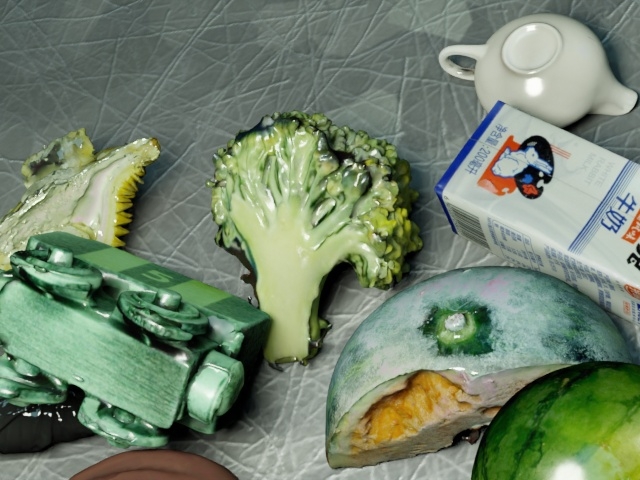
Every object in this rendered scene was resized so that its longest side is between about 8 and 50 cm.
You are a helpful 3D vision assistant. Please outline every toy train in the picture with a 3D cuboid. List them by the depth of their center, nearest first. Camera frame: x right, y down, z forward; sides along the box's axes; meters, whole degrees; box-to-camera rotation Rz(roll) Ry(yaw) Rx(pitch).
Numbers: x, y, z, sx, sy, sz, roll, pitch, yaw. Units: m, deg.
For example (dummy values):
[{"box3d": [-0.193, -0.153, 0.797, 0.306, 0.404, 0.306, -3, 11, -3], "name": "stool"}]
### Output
[{"box3d": [-0.208, 0.101, 1.761, 0.299, 0.238, 0.167, 22, 100, 13], "name": "toy train"}]

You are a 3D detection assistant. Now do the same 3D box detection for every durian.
[{"box3d": [-0.304, -0.018, 1.921, 0.306, 0.166, 0.172, -36, 54, -5], "name": "durian"}]

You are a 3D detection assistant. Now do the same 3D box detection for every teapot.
[{"box3d": [0.231, -0.188, 1.899, 0.226, 0.092, 0.145, 14, 65, 28], "name": "teapot"}]

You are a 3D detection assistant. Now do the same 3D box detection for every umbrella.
[{"box3d": [-0.378, 0.190, 1.866, 0.357, 0.113, 0.106, -9, 55, 5], "name": "umbrella"}]

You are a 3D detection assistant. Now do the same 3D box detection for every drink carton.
[{"box3d": [0.282, -0.015, 1.768, 0.315, 0.106, 0.130, 29, 74, 29], "name": "drink carton"}]

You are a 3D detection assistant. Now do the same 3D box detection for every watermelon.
[{"box3d": [0.256, 0.228, 1.559, 0.242, 0.242, 0.242, -8, 59, 13], "name": "watermelon"}, {"box3d": [0.132, 0.093, 1.712, 0.321, 0.175, 0.188, -16, 58, 7], "name": "watermelon"}]

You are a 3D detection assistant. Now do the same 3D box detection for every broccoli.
[{"box3d": [0.007, -0.014, 1.858, 0.242, 0.273, 0.180, 6, 18, 31], "name": "broccoli"}]

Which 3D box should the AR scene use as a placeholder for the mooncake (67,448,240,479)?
[{"box3d": [-0.174, 0.377, 1.651, 0.326, 0.174, 0.334, -33, 56, -6], "name": "mooncake"}]
